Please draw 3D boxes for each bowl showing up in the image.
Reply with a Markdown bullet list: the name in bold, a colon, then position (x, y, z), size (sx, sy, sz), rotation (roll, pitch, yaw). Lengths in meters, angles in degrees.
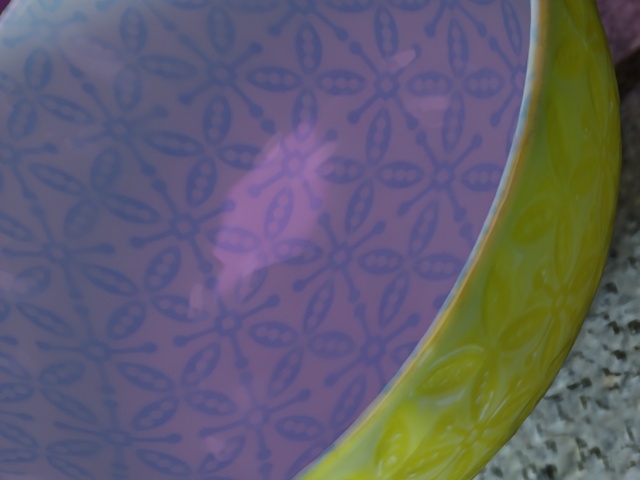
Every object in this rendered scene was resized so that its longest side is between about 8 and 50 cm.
- **bowl**: position (0.000, 0.000, 0.655), size (0.289, 0.156, 0.289), rotation (-22, 52, 32)

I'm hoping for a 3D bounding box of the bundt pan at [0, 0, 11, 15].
- **bundt pan**: position (-0.107, -0.181, 0.889), size (0.331, 0.124, 0.331), rotation (-23, 53, 33)
